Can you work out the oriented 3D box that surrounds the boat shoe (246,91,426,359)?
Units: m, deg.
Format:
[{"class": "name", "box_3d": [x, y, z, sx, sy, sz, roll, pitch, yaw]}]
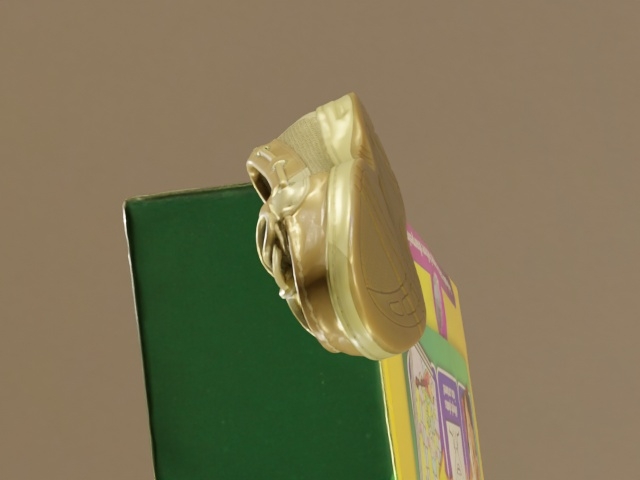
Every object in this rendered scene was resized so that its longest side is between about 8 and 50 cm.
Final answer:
[{"class": "boat shoe", "box_3d": [-0.001, -0.002, 0.576, 0.048, 0.056, 0.153, -22, -156, 8]}]

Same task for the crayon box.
[{"class": "crayon box", "box_3d": [0.017, 0.157, 0.858, 0.106, 0.363, 0.313, -8, -100, 9]}]
